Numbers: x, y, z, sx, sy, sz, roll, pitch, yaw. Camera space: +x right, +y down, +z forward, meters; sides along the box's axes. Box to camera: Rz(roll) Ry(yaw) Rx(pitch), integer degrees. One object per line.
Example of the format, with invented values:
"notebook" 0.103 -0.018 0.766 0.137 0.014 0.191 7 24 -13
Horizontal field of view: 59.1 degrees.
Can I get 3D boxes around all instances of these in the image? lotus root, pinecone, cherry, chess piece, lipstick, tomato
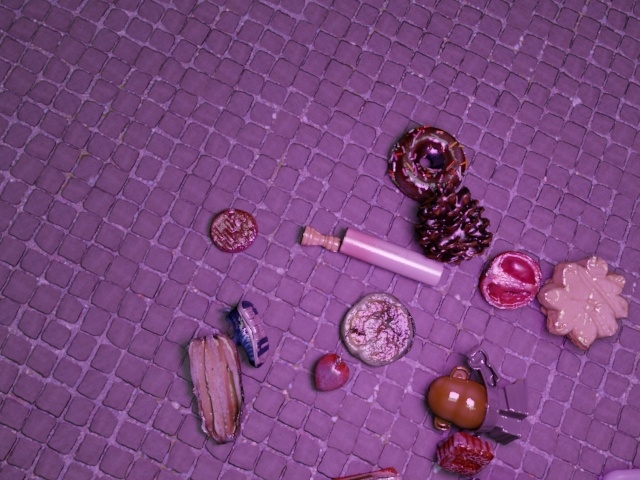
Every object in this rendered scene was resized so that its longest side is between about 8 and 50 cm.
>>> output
"lotus root" -0.291 0.435 1.673 0.167 0.078 0.330 -5 91 16
"pinecone" 0.399 -0.043 1.741 0.243 0.243 0.257 -47 111 -11
"cherry" 0.063 0.365 1.699 0.225 0.090 0.107 -47 69 6
"chess piece" 0.000 0.000 1.796 0.122 0.066 0.066 19 78 -7
"lipstick" 0.223 0.053 1.790 0.326 0.087 0.087 20 78 -1
"tomato" 0.606 0.123 1.807 0.173 0.099 0.189 28 102 4

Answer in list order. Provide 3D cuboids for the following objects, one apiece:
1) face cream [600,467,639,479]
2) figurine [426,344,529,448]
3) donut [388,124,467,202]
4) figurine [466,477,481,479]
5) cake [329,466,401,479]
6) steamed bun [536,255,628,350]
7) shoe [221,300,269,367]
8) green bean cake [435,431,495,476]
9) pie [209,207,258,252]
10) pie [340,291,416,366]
"face cream" 0.937 0.785 1.721 0.336 0.080 0.163 -2 80 -5
"figurine" 0.459 0.490 1.689 0.284 0.167 0.343 12 79 -4
"donut" 0.356 -0.255 1.855 0.269 0.103 0.270 1 81 -4
"figurine" 0.549 0.784 1.561 0.320 0.323 0.196 20 77 0
"cake" 0.142 0.707 1.659 0.220 0.086 0.117 22 79 -1
"steamed bun" 0.815 0.197 1.797 0.292 0.137 0.296 0 87 -9
"shoe" -0.227 0.289 1.714 0.106 0.091 0.207 -24 87 17
"green bean cake" 0.423 0.629 1.649 0.135 0.136 0.056 21 33 -13
"pie" -0.276 -0.033 1.787 0.154 0.036 0.155 1 79 -6
"pie" 0.182 0.275 1.763 0.240 0.054 0.241 1 81 -7
